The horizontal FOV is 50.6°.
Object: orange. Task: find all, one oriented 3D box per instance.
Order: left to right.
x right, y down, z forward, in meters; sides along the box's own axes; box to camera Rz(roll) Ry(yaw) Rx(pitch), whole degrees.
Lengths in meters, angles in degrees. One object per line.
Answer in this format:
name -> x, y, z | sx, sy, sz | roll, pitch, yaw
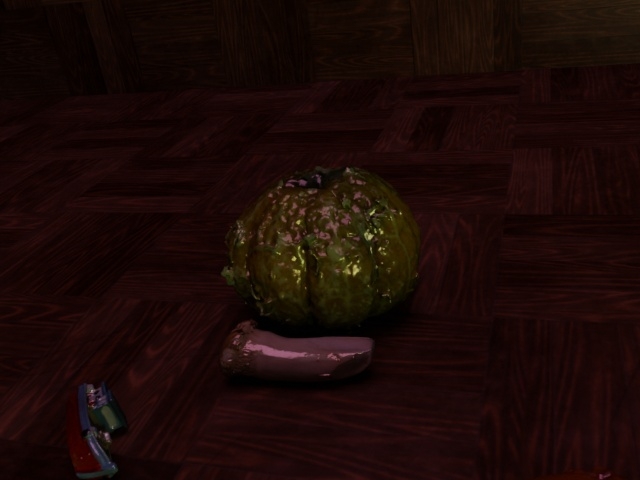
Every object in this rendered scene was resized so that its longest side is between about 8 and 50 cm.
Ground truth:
orange -> 0.000, 0.000, 1.027 | 0.301, 0.223, 0.300 | -3, 22, 12

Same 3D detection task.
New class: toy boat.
toy boat -> -0.269, 0.231, 0.821 | 0.058, 0.069, 0.173 | -24, 25, -11

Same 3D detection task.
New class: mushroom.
mushroom -> -0.031, 0.151, 0.906 | 0.209, 0.071, 0.084 | 2, 22, 14

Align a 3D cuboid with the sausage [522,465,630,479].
sausage -> 0.150, 0.274, 0.525 | 0.267, 0.153, 0.141 | -13, 17, -9
